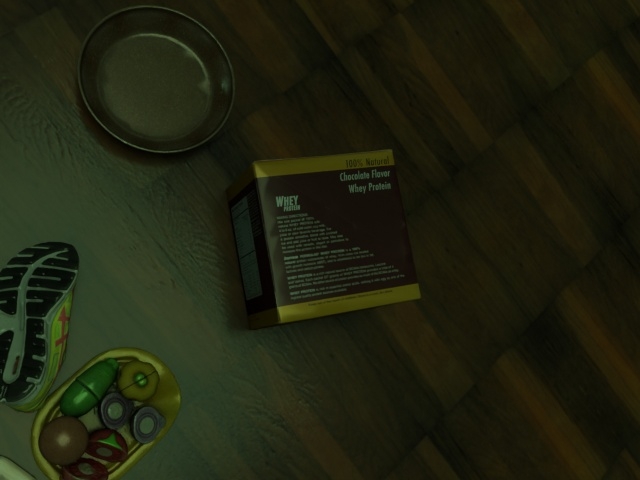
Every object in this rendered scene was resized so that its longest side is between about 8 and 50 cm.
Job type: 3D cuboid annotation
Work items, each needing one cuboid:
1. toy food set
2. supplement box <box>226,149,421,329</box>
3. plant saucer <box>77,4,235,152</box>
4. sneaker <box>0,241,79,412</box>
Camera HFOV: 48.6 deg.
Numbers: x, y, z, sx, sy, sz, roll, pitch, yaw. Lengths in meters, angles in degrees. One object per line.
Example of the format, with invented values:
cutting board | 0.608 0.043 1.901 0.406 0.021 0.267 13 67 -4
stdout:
toy food set | -0.252 0.214 0.797 0.128 0.071 0.218 48 67 -7
supplement box | 0.000 0.000 0.909 0.191 0.129 0.194 -8 83 -23
plant saucer | -0.211 -0.204 0.916 0.198 0.036 0.199 4 79 -21
sneaker | -0.319 0.096 0.795 0.081 0.094 0.208 5 55 0
